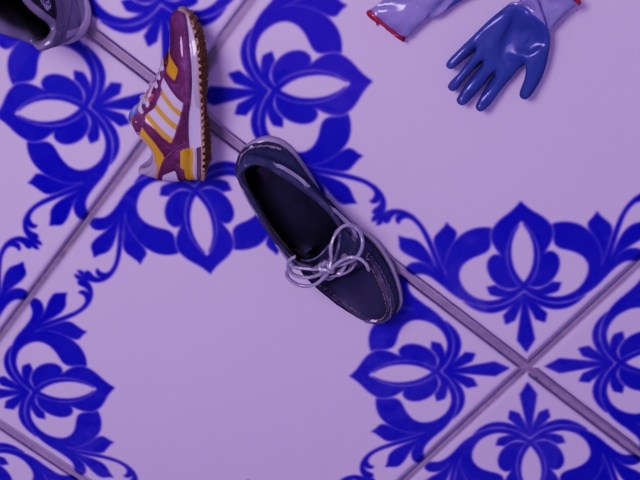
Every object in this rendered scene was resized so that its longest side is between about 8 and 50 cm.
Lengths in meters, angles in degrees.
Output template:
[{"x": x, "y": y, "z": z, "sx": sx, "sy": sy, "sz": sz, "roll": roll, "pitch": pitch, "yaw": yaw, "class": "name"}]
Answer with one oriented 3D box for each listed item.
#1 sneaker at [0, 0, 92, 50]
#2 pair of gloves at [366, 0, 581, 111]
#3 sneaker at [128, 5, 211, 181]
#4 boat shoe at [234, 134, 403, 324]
[{"x": -0.309, "y": -0.280, "z": 0.920, "sx": 0.086, "sy": 0.132, "sz": 0.229, "roll": -29, "pitch": 108, "yaw": 18, "class": "sneaker"}, {"x": 0.154, "y": -0.226, "z": 0.956, "sx": 0.198, "sy": 0.023, "sz": 0.159, "roll": 39, "pitch": 114, "yaw": -11, "class": "pair of gloves"}, {"x": -0.159, "y": -0.146, "z": 0.999, "sx": 0.083, "sy": 0.069, "sz": 0.186, "roll": 0, "pitch": 113, "yaw": 0, "class": "sneaker"}, {"x": 0.000, "y": 0.000, "z": 1.043, "sx": 0.095, "sy": 0.079, "sz": 0.255, "roll": -29, "pitch": 108, "yaw": 17, "class": "boat shoe"}]
